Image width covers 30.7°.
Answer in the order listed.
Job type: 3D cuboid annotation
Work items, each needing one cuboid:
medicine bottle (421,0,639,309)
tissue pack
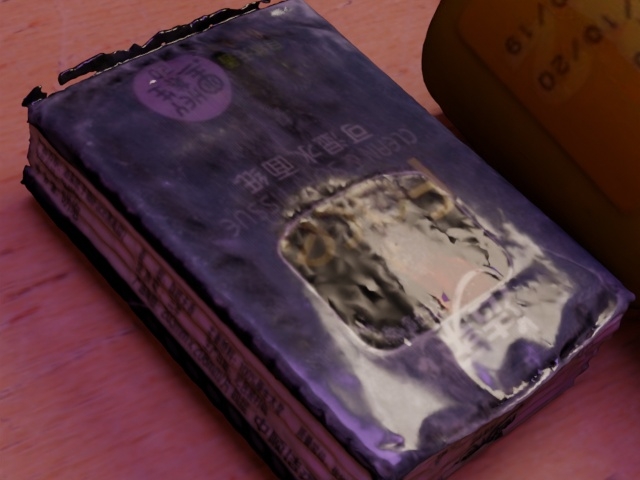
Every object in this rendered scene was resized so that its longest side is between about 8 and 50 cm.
[{"bbox_3d":[0.265,-0.059,0.838,0.224,0.224,0.384,-22,60,-27],"label":"medicine bottle"},{"bbox_3d":[0.000,0.000,0.797,0.259,0.122,0.361,-28,62,-34],"label":"tissue pack"}]
